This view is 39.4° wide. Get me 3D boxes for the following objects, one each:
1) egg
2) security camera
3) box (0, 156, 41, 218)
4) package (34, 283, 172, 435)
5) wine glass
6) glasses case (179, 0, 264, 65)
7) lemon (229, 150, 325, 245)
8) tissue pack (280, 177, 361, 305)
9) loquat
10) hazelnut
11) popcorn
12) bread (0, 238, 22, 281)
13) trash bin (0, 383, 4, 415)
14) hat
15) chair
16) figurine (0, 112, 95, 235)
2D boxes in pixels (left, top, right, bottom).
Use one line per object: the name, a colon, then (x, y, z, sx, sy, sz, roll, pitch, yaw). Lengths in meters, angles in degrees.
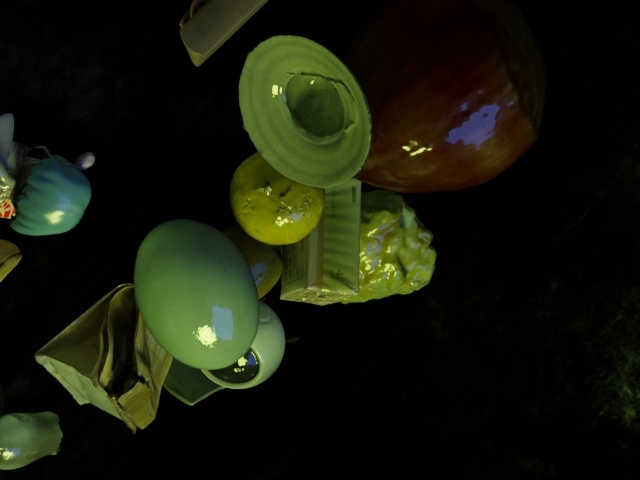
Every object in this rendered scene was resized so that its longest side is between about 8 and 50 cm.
egg: (-0.211, 0.094, 1.541, 0.203, 0.203, 0.283, -36, 116, -26)
security camera: (-0.177, 0.188, 1.814, 0.194, 0.236, 0.194, -40, 163, -15)
box: (-0.400, -0.069, 1.163, 0.093, 0.015, 0.058, -51, 158, 13)
package: (-0.357, 0.246, 1.662, 0.221, 0.165, 0.311, -40, 161, -17)
wine glass: (-0.552, 0.353, 1.573, 0.103, 0.103, 0.222, -51, 161, 14)
glasses case: (-0.119, -0.322, 1.190, 0.193, 0.070, 0.102, -45, -171, -8)
lemon: (-0.076, -0.075, 1.589, 0.173, 0.173, 0.206, -39, 160, -19)
tissue pack: (0.000, 0.000, 1.733, 0.125, 0.234, 0.159, 7, 166, -19)
loquat: (-0.157, 0.050, 1.706, 0.195, 0.152, 0.152, -37, 159, -12)
hazelnut: (0.194, -0.247, 1.546, 0.421, 0.353, 0.421, -44, -171, 9)
popcorn: (0.089, 0.033, 2.007, 0.292, 0.293, 0.334, -46, 145, -5)
bread: (-0.459, 0.041, 1.200, 0.115, 0.056, 0.082, -41, -177, 24)
trash bin: (-0.562, 0.243, 1.255, 0.161, 0.175, 0.175, -43, 164, 24)
hat: (-0.001, -0.214, 1.389, 0.110, 0.252, 0.252, -40, 162, -43)
chair: (-0.206, 0.232, 1.971, 0.186, 0.160, 0.319, -46, 162, 17)
figurine: (-0.402, -0.041, 1.073, 0.260, 0.103, 0.205, -3, 131, -47)
